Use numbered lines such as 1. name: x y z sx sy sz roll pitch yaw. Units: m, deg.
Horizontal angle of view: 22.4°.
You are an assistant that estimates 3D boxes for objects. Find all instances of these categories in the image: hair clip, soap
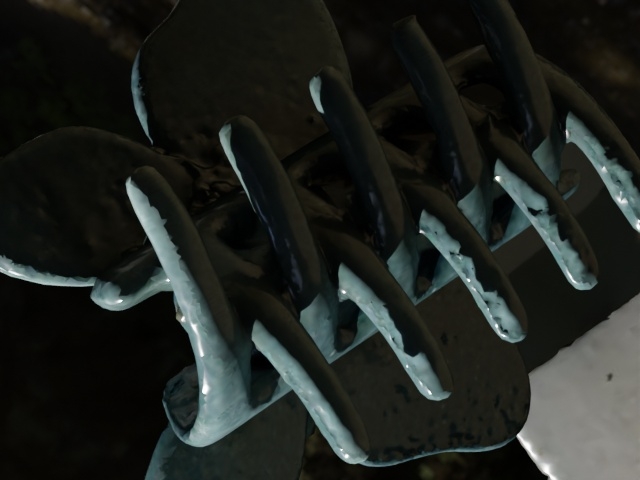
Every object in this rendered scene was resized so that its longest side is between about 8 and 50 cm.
1. hair clip: 0.000 0.000 0.936 0.238 0.318 0.392 -20 100 59
2. soap: 0.281 0.088 1.562 0.350 0.213 0.435 54 -170 -16
